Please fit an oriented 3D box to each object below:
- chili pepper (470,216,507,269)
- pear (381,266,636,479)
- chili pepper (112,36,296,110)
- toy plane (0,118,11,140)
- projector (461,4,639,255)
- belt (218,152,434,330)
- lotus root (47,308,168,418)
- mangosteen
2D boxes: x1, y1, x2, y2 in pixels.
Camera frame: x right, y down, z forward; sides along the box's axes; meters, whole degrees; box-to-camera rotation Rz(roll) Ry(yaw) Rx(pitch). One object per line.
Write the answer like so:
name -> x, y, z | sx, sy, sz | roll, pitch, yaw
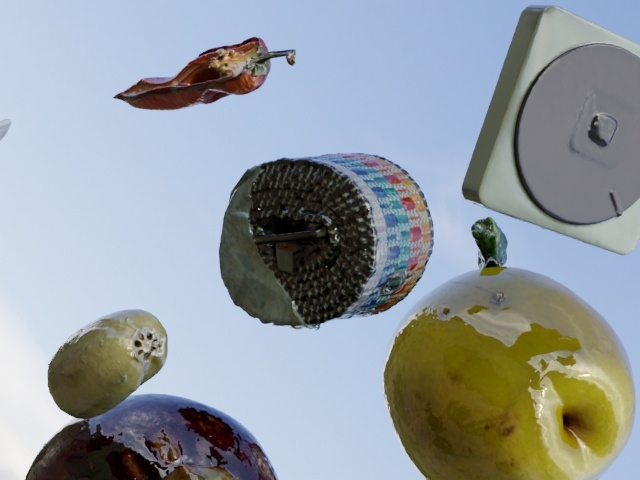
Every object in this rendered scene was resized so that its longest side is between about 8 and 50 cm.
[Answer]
chili pepper -> 0.265, 0.014, 1.847 | 0.182, 0.050, 0.073 | 61, 6, -77
pear -> 0.271, 0.215, 1.701 | 0.362, 0.362, 0.418 | 58, -11, -13
chili pepper -> -0.106, -0.148, 1.104 | 0.268, 0.059, 0.050 | -9, -37, 47
toy plane -> -0.443, -0.167, 1.205 | 0.267, 0.267, 0.122 | 53, 10, -4
projector -> 0.325, -0.137, 1.503 | 0.257, 0.259, 0.079 | 18, 2, -25
belt -> 0.000, 0.000, 1.397 | 0.257, 0.150, 0.207 | -5, -90, 41
lotus root -> -0.208, 0.118, 1.107 | 0.077, 0.090, 0.183 | 54, -38, -3
mangosteen -> -0.180, 0.326, 1.277 | 0.307, 0.307, 0.347 | 56, -3, -11
